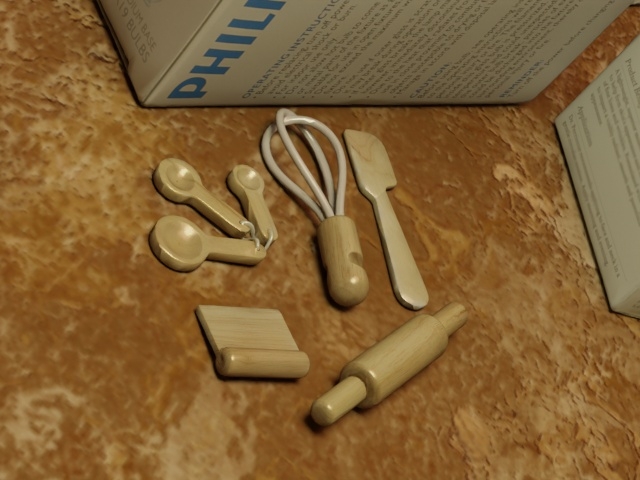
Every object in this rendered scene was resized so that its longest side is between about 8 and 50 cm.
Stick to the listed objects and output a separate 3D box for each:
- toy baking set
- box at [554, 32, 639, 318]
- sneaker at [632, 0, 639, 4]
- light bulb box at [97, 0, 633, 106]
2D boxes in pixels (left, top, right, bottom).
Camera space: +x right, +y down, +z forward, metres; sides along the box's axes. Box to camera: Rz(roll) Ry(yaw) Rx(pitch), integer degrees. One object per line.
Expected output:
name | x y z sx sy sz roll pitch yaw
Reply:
toy baking set | 0.004 0.006 1.183 0.197 0.030 0.256 52 40 11
box | 0.288 -0.035 1.391 0.182 0.119 0.181 14 47 -31
sneaker | 0.294 -0.240 1.631 0.158 0.061 0.065 -5 52 -43
light bulb box | 0.007 -0.291 1.302 0.361 0.225 0.358 -3 58 -41
